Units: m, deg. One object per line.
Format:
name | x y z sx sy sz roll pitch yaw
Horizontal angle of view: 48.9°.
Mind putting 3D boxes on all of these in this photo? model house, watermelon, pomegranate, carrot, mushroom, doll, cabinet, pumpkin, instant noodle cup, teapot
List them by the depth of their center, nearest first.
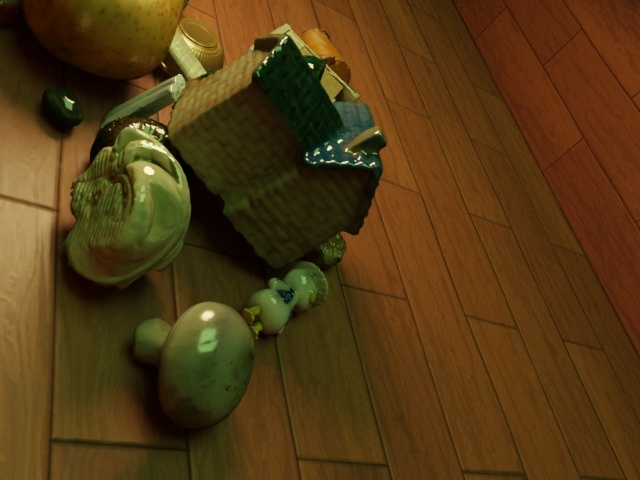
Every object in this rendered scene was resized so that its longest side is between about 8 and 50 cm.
mushroom | -0.245 0.223 1.312 0.243 0.243 0.243 27 39 -24
pumpkin | -0.391 -0.175 1.573 0.238 0.159 0.238 25 44 -27
watermelon | -0.577 -0.299 1.582 0.111 0.078 0.078 51 35 8
doll | -0.078 0.135 1.620 0.293 0.119 0.138 -32 123 -54
model house | -0.062 -0.249 1.659 0.445 0.400 0.395 51 24 -28
pomegranate | -0.493 -0.582 1.660 0.410 0.410 0.410 27 39 -24
teapot | -0.396 -0.496 1.929 0.077 0.107 0.200 -47 113 -33
instant noodle cup | -0.373 -0.576 2.055 0.274 0.091 0.274 27 38 -23
cabinet | -0.098 -0.412 2.058 0.318 0.227 0.290 43 34 -8
carrot | -0.019 -0.600 2.371 0.196 0.196 0.254 17 37 -34

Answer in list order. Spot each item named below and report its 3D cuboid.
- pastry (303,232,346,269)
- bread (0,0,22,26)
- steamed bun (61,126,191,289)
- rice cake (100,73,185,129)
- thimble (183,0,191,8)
pastry | -0.003 0.004 1.858 0.153 0.081 0.153 25 49 -32
bread | -0.777 -0.582 1.665 0.160 0.073 0.160 29 35 -22
steamed bun | -0.350 -0.044 1.381 0.207 0.280 0.268 21 42 -43
rice cake | -0.416 -0.312 1.641 0.040 0.226 0.085 54 24 -35
thimble | -0.480 -0.783 2.102 0.219 0.150 0.219 26 39 -24
